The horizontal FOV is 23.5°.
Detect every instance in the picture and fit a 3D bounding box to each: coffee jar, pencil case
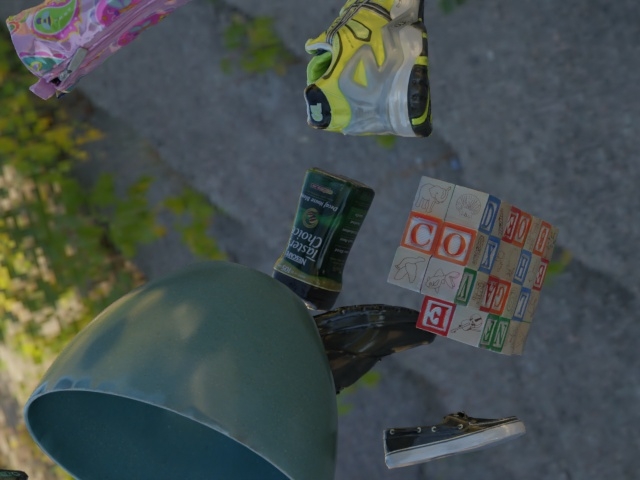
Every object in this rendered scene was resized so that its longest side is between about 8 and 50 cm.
[{"bbox_3d":[0.000,0.000,2.084,0.096,0.079,0.184,21,95,29],"label":"coffee jar"},{"bbox_3d":[-0.236,-0.284,1.807,0.124,0.284,0.124,52,-166,-18],"label":"pencil case"}]

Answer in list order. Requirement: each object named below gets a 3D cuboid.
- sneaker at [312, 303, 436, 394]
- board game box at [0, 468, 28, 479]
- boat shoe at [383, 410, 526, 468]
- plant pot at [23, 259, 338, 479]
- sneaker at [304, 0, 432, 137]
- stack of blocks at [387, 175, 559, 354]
[{"bbox_3d":[0.011,0.149,1.958,0.109,0.286,0.130,155,108,-78],"label":"sneaker"},{"bbox_3d":[-0.406,0.346,1.725,0.026,0.126,0.186,28,108,53],"label":"board game box"},{"bbox_3d":[0.129,0.189,1.504,0.049,0.142,0.040,46,-149,-73],"label":"boat shoe"},{"bbox_3d":[-0.103,0.134,1.433,0.290,0.195,0.290,17,150,10],"label":"plant pot"},{"bbox_3d":[0.055,-0.241,1.849,0.385,0.147,0.145,-86,-8,-64],"label":"sneaker"},{"bbox_3d":[0.183,0.037,1.833,0.087,0.297,0.171,17,89,25],"label":"stack of blocks"}]
